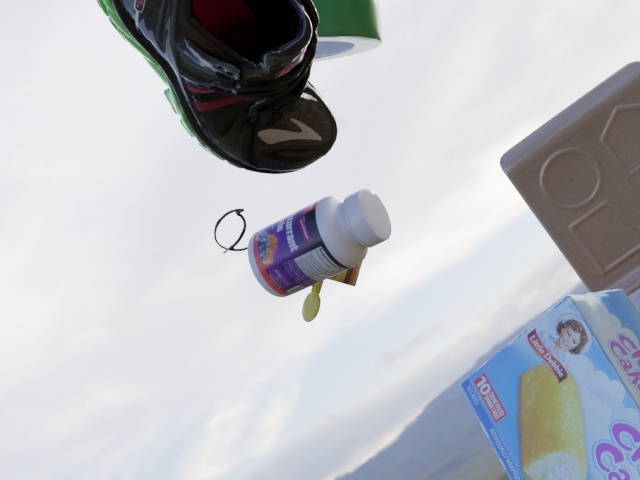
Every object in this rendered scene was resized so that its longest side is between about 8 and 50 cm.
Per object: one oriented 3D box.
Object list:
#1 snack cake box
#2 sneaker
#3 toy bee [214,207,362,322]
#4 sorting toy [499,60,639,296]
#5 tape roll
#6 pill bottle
[{"bbox_3d":[0.250,0.192,0.741,0.089,0.264,0.152,-1,-36,-39],"label":"snack cake box"},{"bbox_3d":[-0.090,-0.218,1.104,0.483,0.202,0.185,43,-113,-55],"label":"sneaker"},{"bbox_3d":[-0.011,0.042,1.439,0.298,0.162,0.195,-12,-69,-46],"label":"toy bee"},{"bbox_3d":[0.332,-0.062,0.975,0.193,0.208,0.038,-36,0,6],"label":"sorting toy"},{"bbox_3d":[-0.055,-0.359,1.509,0.321,0.077,0.321,-6,5,1],"label":"tape roll"},{"bbox_3d":[0.000,0.000,1.255,0.193,0.108,0.108,-26,-11,28],"label":"pill bottle"}]
